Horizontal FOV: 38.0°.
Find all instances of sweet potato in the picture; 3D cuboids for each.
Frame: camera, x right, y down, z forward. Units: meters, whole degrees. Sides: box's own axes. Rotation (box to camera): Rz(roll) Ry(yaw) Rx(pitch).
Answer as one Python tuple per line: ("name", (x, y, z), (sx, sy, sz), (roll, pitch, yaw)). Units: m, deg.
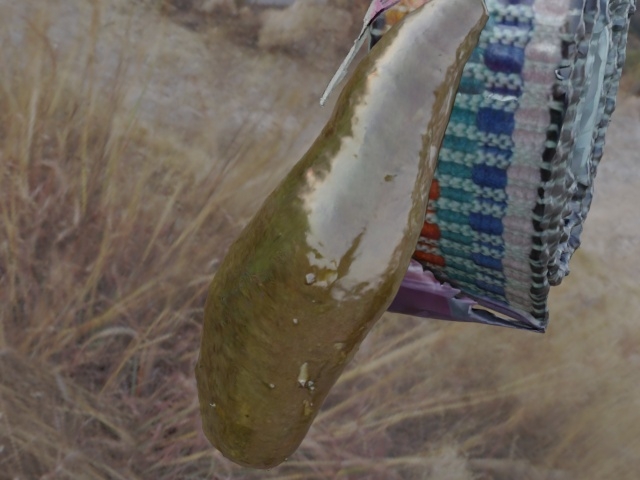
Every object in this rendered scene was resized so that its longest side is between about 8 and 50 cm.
("sweet potato", (0.000, 0.000, 0.406), (0.077, 0.243, 0.077), (20, 24, -9))

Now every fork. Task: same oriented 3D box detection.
("fork", (0.021, -0.109, 0.524), (0.012, 0.115, 0.016), (22, 58, -15))

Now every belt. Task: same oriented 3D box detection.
("belt", (0.110, -0.099, 0.635), (0.161, 0.295, 0.207), (15, 40, 21))
